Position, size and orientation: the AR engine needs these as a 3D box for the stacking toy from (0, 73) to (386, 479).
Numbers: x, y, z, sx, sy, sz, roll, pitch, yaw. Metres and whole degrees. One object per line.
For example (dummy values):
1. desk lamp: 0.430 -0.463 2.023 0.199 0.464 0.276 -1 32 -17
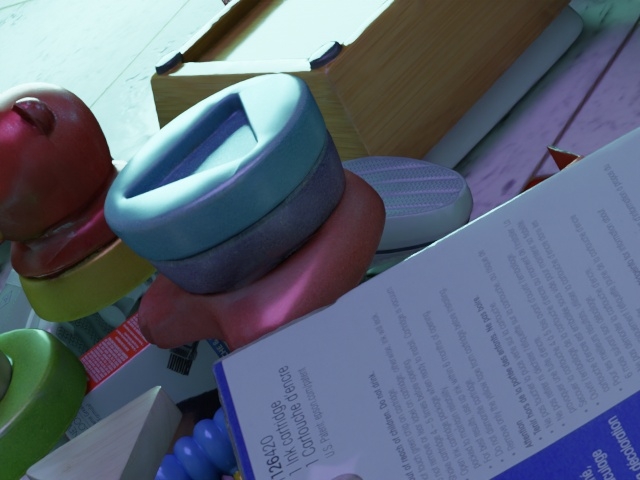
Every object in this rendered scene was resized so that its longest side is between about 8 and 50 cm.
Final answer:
1. stacking toy: -0.140 0.014 1.048 0.309 0.130 0.279 -4 40 47

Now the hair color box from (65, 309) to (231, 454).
1. hair color box: -0.072 0.078 1.114 0.167 0.093 0.053 -39 25 -7

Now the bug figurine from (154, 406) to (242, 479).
1. bug figurine: 0.008 0.115 0.972 0.216 0.072 0.279 -39 24 -8

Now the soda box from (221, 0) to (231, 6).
1. soda box: 0.033 -0.272 1.624 0.263 0.083 0.092 -43 26 -19

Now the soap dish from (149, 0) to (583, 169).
1. soap dish: 0.024 -0.135 1.347 0.229 0.118 0.291 -46 25 -22

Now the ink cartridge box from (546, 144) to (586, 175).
1. ink cartridge box: 0.154 -0.011 1.025 0.029 0.063 0.115 -37 24 -11

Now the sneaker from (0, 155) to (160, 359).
1. sneaker: -0.191 0.035 1.326 0.115 0.105 0.281 -24 27 23

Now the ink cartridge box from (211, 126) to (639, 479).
1. ink cartridge box: 0.125 0.092 0.803 0.307 0.072 0.303 -32 40 10

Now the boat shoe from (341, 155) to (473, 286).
1. boat shoe: 0.000 0.000 1.189 0.226 0.076 0.083 -1 33 33

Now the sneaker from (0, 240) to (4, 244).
1. sneaker: -0.326 -0.008 1.540 0.098 0.135 0.276 -9 36 41
